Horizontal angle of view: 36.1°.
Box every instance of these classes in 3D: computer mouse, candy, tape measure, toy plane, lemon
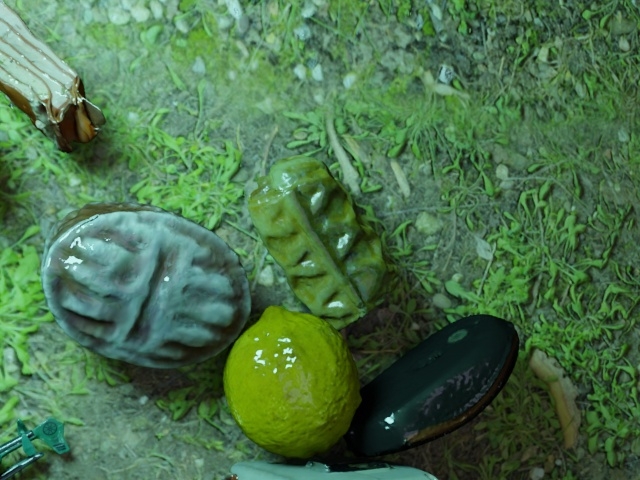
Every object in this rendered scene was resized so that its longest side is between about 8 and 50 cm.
[{"bbox_3d":[0.175,0.231,1.489,0.323,0.183,0.116,-34,100,-18],"label":"computer mouse"},{"bbox_3d":[-0.243,0.058,1.355,0.290,0.157,0.214,20,95,-25],"label":"candy"},{"bbox_3d":[0.024,0.372,1.393,0.265,0.258,0.130,2,85,-37],"label":"tape measure"},{"bbox_3d":[-0.456,0.298,1.314,0.235,0.060,0.096,-28,105,-16],"label":"toy plane"},{"bbox_3d":[-0.041,0.204,1.404,0.192,0.192,0.231,-19,92,-21],"label":"lemon"}]

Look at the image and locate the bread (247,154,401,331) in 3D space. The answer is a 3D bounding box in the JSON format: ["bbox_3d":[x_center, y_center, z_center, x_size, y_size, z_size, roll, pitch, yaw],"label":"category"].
[{"bbox_3d":[0.000,0.000,1.465,0.152,0.130,0.267,-35,100,-10],"label":"bread"}]

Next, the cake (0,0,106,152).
[{"bbox_3d":[-0.410,-0.231,1.350,0.098,0.135,0.287,-43,82,-12],"label":"cake"}]
